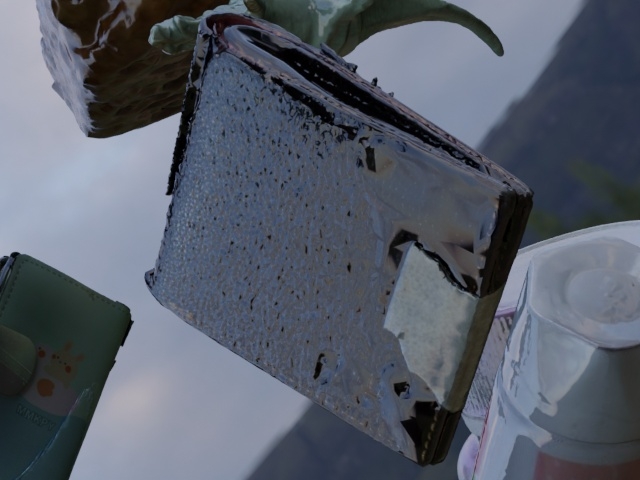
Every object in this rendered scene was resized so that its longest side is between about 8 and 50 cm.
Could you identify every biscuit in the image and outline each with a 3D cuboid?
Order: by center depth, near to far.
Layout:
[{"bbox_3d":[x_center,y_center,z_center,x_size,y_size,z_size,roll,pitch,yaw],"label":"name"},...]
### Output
[{"bbox_3d":[-0.125,-0.257,1.971,0.343,0.166,0.395,-23,-10,-8],"label":"biscuit"}]

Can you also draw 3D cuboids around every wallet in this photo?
[{"bbox_3d":[0.000,0.000,1.244,0.071,0.262,0.221,-23,-42,-50],"label":"wallet"},{"bbox_3d":[-0.313,0.154,2.028,0.075,0.176,0.250,-13,52,54],"label":"wallet"}]

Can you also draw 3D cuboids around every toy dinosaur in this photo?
[{"bbox_3d":[0.030,-0.211,1.660,0.205,0.092,0.393,-45,-26,27],"label":"toy dinosaur"}]

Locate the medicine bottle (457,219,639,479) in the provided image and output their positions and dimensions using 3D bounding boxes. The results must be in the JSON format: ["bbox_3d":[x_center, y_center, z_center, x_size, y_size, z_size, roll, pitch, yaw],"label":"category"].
[{"bbox_3d":[0.223,0.158,1.472,0.241,0.302,0.241,-19,10,4],"label":"medicine bottle"}]

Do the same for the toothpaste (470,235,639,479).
[{"bbox_3d":[0.059,0.085,0.484,0.067,0.043,0.194,-1,-50,-8],"label":"toothpaste"}]
